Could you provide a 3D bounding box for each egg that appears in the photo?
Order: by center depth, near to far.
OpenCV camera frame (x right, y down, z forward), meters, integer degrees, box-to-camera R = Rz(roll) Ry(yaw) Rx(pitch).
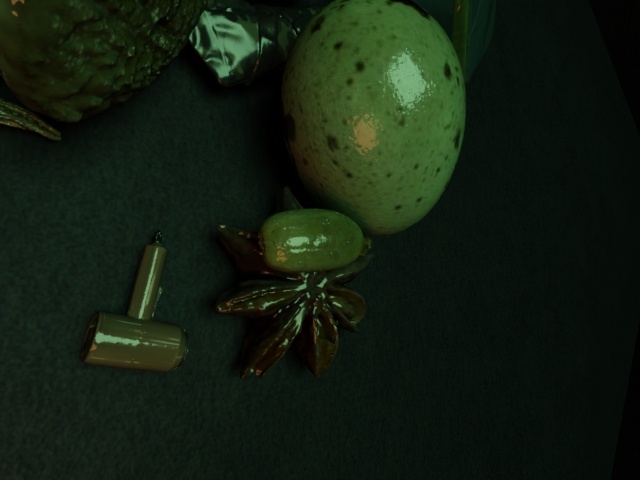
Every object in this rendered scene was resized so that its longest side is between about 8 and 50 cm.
[{"bbox_3d":[0.085,-0.185,0.649,0.287,0.288,0.379,-44,129,-34],"label":"egg"}]

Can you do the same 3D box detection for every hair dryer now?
[{"bbox_3d":[-0.224,0.073,0.524,0.117,0.064,0.181,20,66,-35],"label":"hair dryer"}]

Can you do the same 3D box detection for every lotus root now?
[{"bbox_3d":[0.001,0.000,0.563,0.183,0.077,0.090,2,79,-34],"label":"lotus root"}]

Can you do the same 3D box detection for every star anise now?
[{"bbox_3d":[-0.033,0.065,0.642,0.316,0.108,0.314,9,75,-35],"label":"star anise"}]

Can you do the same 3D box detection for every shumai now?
[{"bbox_3d":[-0.282,-0.349,0.394,0.324,0.324,0.397,27,87,-7],"label":"shumai"}]

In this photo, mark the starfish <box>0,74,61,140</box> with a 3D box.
[{"bbox_3d":[-0.387,-0.156,0.424,0.208,0.053,0.175,10,58,-50],"label":"starfish"}]

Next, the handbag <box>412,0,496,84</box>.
[{"bbox_3d":[0.196,-0.432,0.770,0.263,0.241,0.222,-60,150,-29],"label":"handbag"}]

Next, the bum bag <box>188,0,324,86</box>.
[{"bbox_3d":[-0.077,-0.335,0.679,0.341,0.095,0.143,-20,93,-40],"label":"bum bag"}]
